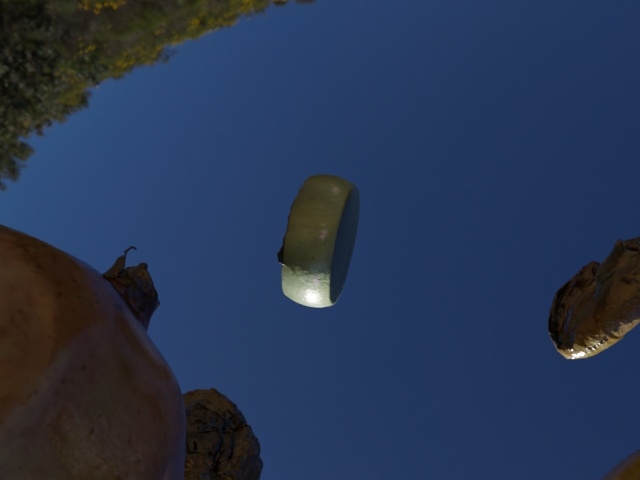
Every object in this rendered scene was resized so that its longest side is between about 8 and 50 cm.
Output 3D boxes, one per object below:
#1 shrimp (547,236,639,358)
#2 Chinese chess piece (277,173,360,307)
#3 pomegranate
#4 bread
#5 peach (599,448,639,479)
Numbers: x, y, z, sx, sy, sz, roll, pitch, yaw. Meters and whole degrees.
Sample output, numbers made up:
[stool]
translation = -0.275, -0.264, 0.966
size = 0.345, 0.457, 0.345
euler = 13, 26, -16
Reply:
[shrimp]
translation = 0.333, 0.021, 0.802
size = 0.262, 0.066, 0.117
euler = -54, -150, 24
[Chinese chess piece]
translation = 0.000, 0.000, 0.802
size = 0.058, 0.144, 0.144
euler = 12, -125, 10
[pomegranate]
translation = -0.246, 0.128, 0.566
size = 0.338, 0.338, 0.338
euler = -25, -141, 22
[bread]
translation = -0.201, 0.338, 1.193
size = 0.230, 0.230, 0.123
euler = -100, -155, -50
[peach]
translation = 0.247, 0.219, 0.400
size = 0.251, 0.153, 0.251
euler = -13, -117, 27
